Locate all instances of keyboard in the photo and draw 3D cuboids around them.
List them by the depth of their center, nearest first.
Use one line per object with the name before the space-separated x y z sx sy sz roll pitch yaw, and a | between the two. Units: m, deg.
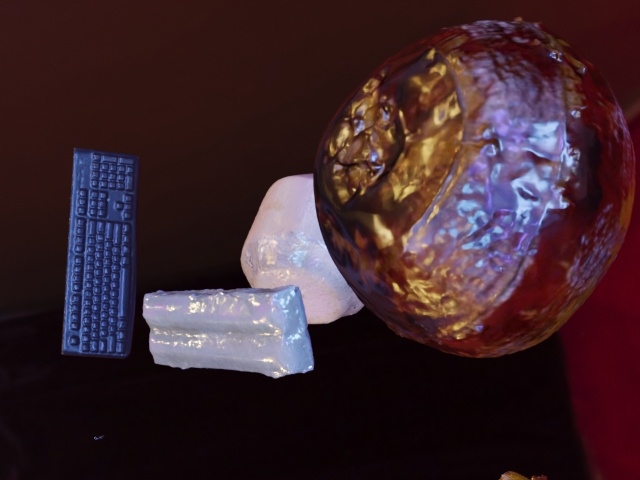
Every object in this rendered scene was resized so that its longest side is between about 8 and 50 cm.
keyboard | -0.292 0.070 1.939 0.041 0.103 0.381 173 101 -67

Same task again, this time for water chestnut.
water chestnut | 0.168 -0.049 1.479 0.350 0.302 0.350 -26 52 39

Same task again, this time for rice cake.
rice cake | -0.093 0.085 1.436 0.226 0.040 0.085 -3 104 48

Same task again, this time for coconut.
coconut | 0.000 0.000 2.211 0.224 0.224 0.234 93 -169 -47

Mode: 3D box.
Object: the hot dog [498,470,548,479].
hot dog | 0.269 0.311 1.443 0.249 0.076 0.102 40 176 29
